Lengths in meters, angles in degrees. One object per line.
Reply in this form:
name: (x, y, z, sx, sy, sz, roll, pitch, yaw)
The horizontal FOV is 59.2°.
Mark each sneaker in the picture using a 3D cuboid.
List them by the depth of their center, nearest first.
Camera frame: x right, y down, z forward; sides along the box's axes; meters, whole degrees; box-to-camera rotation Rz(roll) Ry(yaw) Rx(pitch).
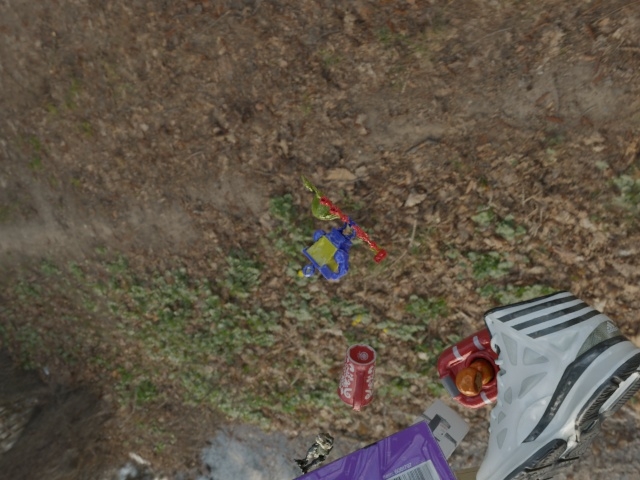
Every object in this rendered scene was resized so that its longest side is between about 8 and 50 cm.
sneaker: (0.389, 0.279, 1.067, 0.258, 0.169, 0.448, 57, 134, 42)

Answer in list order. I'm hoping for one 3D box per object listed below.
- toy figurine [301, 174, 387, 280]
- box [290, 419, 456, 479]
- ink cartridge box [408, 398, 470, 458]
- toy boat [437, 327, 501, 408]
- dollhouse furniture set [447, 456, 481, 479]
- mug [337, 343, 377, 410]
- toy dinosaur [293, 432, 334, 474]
toy figurine: (0.000, 0.000, 1.654, 0.217, 0.191, 0.362, -48, 49, 4)
box: (-0.034, 0.250, 0.426, 0.201, 0.293, 0.057, 71, 175, -51)
ink cartridge box: (0.186, 0.423, 1.091, 0.092, 0.217, 0.159, 39, 114, 24)
toy boat: (0.346, 0.288, 1.224, 0.231, 0.151, 0.151, -41, 76, 38)
dollhouse furniture set: (0.440, 0.806, 1.633, 0.394, 0.256, 0.362, 110, 152, -42)
mug: (0.124, 0.416, 1.704, 0.150, 0.113, 0.169, -129, 37, -48)
toy dinosaur: (-0.012, 0.594, 1.560, 0.064, 0.118, 0.268, 49, 164, 19)
